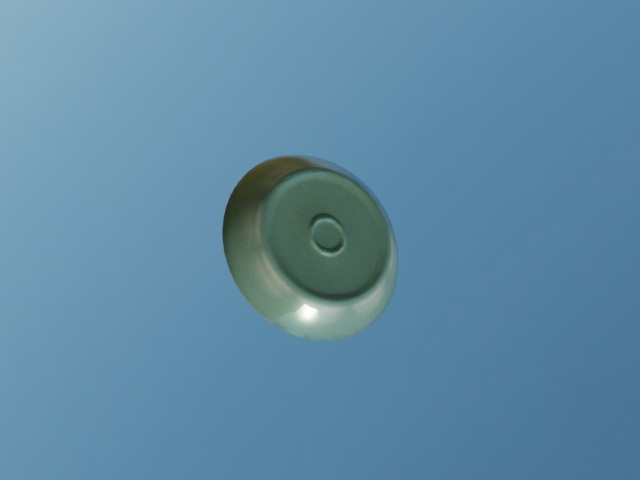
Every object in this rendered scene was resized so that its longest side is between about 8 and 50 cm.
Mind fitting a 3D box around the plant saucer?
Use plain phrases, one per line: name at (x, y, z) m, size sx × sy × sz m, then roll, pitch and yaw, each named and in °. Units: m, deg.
plant saucer at (0.000, 0.000, 0.728) m, size 0.021 × 0.119 × 0.119 m, roll -36°, pitch -150°, yaw 56°
